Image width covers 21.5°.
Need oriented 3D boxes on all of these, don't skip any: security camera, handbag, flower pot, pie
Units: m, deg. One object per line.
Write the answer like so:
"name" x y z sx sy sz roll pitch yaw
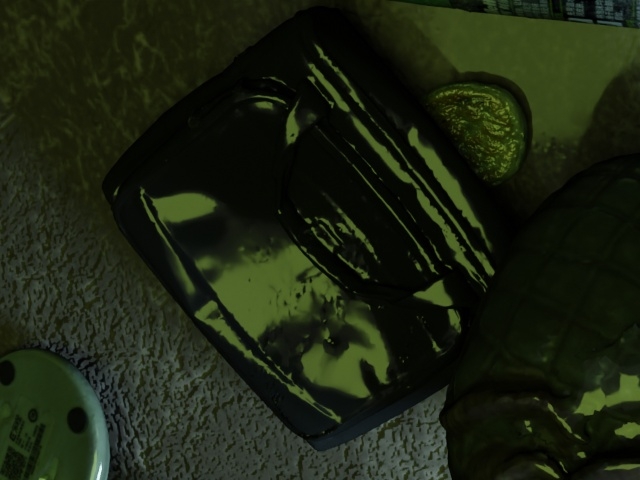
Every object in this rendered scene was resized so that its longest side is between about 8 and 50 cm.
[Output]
"security camera" -0.236 0.231 1.355 0.157 0.080 0.301 26 105 35
"handbag" 0.000 0.000 1.177 0.244 0.088 0.275 -35 94 30
"flower pot" 0.211 0.106 1.026 0.213 0.302 0.302 27 118 30
"pie" 0.101 -0.072 1.156 0.084 0.021 0.084 5 112 14

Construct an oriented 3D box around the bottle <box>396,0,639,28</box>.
"bottle" 0.155 -0.183 1.055 0.330 0.093 0.093 8 112 16
